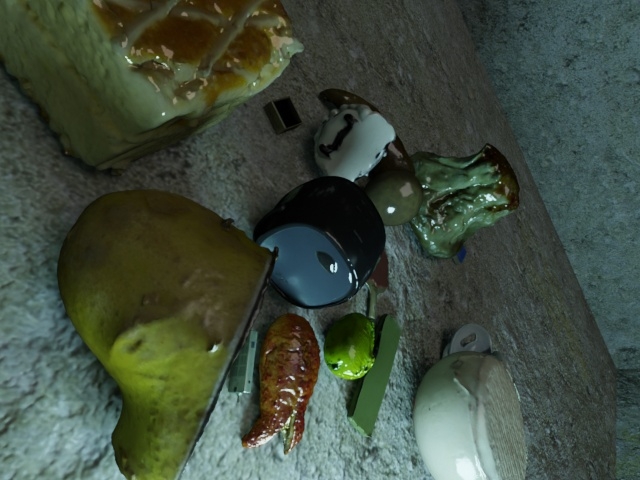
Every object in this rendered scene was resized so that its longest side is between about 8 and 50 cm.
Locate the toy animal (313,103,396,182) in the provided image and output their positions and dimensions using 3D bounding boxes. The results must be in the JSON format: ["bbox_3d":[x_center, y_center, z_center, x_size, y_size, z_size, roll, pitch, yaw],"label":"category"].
[{"bbox_3d":[0.080,-0.267,1.129,0.204,0.208,0.156,28,22,-36],"label":"toy animal"}]

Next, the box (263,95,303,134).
[{"bbox_3d":[-0.092,-0.320,1.069,0.083,0.035,0.079,-38,104,-46],"label":"box"}]

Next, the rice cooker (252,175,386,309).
[{"bbox_3d":[0.000,0.000,0.897,0.267,0.267,0.224,53,38,-19],"label":"rice cooker"}]

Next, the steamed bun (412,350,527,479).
[{"bbox_3d":[0.384,0.491,1.121,0.374,0.241,0.374,26,55,-43],"label":"steamed bun"}]

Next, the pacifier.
[{"bbox_3d":[0.519,0.408,1.329,0.227,0.207,0.279,-20,90,-31],"label":"pacifier"}]

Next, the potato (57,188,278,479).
[{"bbox_3d":[-0.259,0.124,0.632,0.296,0.290,0.397,26,94,-6],"label":"potato"}]

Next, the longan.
[{"bbox_3d":[0.206,-0.113,1.219,0.204,0.184,0.159,83,-14,-57],"label":"longan"}]

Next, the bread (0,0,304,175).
[{"bbox_3d":[-0.290,-0.358,0.699,0.390,0.279,0.371,-43,105,-44],"label":"bread"}]

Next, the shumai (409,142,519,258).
[{"bbox_3d":[0.481,-0.155,1.407,0.324,0.323,0.398,13,66,-46],"label":"shumai"}]

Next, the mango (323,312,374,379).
[{"bbox_3d":[0.070,0.244,0.986,0.119,0.100,0.178,48,41,-14],"label":"mango"}]

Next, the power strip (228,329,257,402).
[{"bbox_3d":[-0.148,0.236,0.795,0.019,0.051,0.136,30,56,-45],"label":"power strip"}]

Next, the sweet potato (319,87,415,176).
[{"bbox_3d":[0.166,-0.303,1.273,0.423,0.130,0.130,51,45,-20],"label":"sweet potato"}]

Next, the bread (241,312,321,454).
[{"bbox_3d":[-0.065,0.282,0.835,0.139,0.095,0.269,21,65,-32],"label":"bread"}]

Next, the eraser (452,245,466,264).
[{"bbox_3d":[0.524,0.044,1.596,0.063,0.027,0.085,59,43,-15],"label":"eraser"}]

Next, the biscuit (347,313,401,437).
[{"bbox_3d":[0.143,0.331,1.078,0.099,0.038,0.322,51,45,-26],"label":"biscuit"}]

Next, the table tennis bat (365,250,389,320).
[{"bbox_3d":[0.152,0.111,1.184,0.131,0.022,0.234,33,53,-36],"label":"table tennis bat"}]
